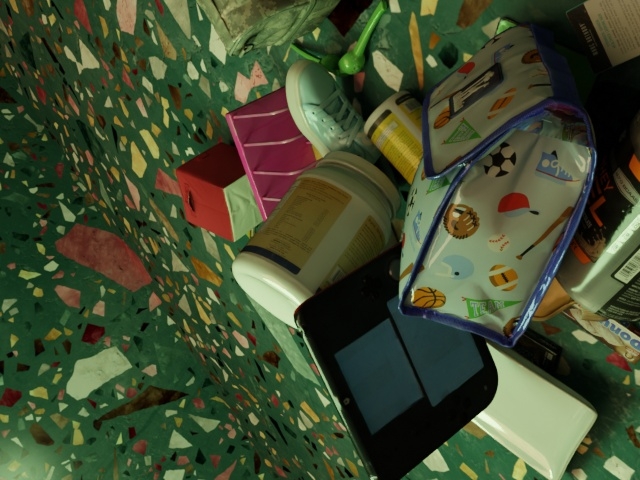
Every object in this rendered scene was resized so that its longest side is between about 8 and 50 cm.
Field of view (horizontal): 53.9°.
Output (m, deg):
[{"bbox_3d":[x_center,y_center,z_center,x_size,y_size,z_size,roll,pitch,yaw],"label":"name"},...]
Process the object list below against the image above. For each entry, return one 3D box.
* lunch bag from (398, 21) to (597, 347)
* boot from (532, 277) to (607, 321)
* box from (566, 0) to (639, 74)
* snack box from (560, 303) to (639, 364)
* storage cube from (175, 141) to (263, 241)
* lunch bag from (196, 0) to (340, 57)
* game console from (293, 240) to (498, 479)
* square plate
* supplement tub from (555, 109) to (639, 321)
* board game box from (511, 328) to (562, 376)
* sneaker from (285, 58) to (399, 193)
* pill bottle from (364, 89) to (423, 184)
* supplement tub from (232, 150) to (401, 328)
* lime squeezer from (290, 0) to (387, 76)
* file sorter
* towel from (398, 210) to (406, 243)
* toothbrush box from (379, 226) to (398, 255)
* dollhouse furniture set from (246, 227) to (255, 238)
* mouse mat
[{"bbox_3d":[0.257,-0.102,0.949,0.238,0.328,0.386,15,127,-2],"label":"lunch bag"},{"bbox_3d":[0.422,0.063,1.130,0.197,0.073,0.153,-2,109,22],"label":"boot"},{"bbox_3d":[0.451,-0.312,0.807,0.244,0.060,0.101,-17,103,57],"label":"box"},{"bbox_3d":[0.515,0.151,1.160,0.178,0.022,0.064,38,142,28],"label":"snack box"},{"bbox_3d":[-0.261,-0.142,1.781,0.193,0.215,0.184,23,134,33],"label":"storage cube"},{"bbox_3d":[-0.145,-0.532,1.233,0.305,0.256,0.212,60,148,-3],"label":"lunch bag"},{"bbox_3d":[0.160,0.211,1.174,0.060,0.341,0.387,-6,112,59],"label":"game console"},{"bbox_3d":[0.414,0.342,1.386,0.347,0.049,0.344,35,149,30],"label":"square plate"},{"bbox_3d":[0.475,-0.053,0.864,0.207,0.207,0.338,44,145,20],"label":"supplement tub"},{"bbox_3d":[0.440,0.266,1.359,0.126,0.026,0.186,33,141,34],"label":"board game box"},{"bbox_3d":[0.068,-0.226,1.323,0.150,0.135,0.366,7,142,45],"label":"sneaker"},{"bbox_3d":[0.192,-0.177,1.218,0.208,0.119,0.119,50,147,11],"label":"pill bottle"},{"bbox_3d":[0.000,0.000,1.253,0.228,0.316,0.228,31,159,14],"label":"supplement tub"},{"bbox_3d":[0.032,-0.392,1.307,0.310,0.058,0.110,0,118,54],"label":"lime squeezer"},{"bbox_3d":[-0.045,-0.194,1.452,0.182,0.202,0.291,8,124,47],"label":"file sorter"},{"bbox_3d":[0.278,0.040,1.292,0.283,0.121,0.235,35,141,31],"label":"towel"},{"bbox_3d":[0.020,0.041,1.550,0.295,0.216,0.126,-2,117,55],"label":"toothbrush box"},{"bbox_3d":[-0.246,-0.061,1.965,0.076,0.058,0.152,38,143,29],"label":"dollhouse furniture set"},{"bbox_3d":[0.354,-0.263,1.033,0.189,0.007,0.153,39,144,28],"label":"mouse mat"}]
